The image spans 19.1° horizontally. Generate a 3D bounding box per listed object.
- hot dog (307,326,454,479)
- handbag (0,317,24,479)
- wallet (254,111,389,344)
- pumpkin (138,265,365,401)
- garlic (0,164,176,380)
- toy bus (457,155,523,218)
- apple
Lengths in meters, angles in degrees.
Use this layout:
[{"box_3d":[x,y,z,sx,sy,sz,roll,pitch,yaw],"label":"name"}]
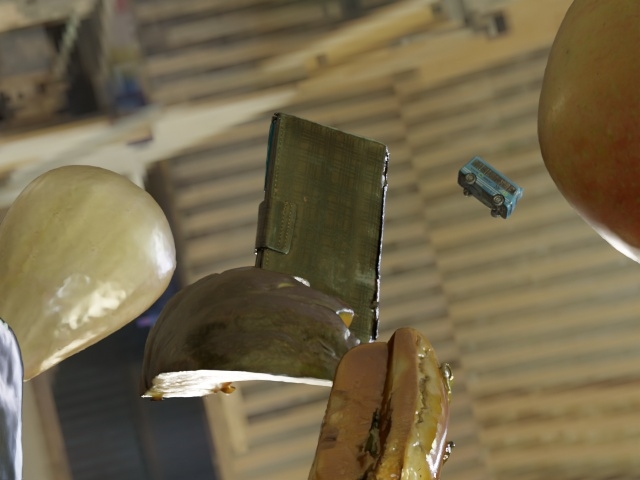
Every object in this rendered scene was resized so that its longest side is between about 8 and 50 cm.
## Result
[{"box_3d":[0.053,0.149,1.508,0.109,0.072,0.269,-20,-160,18],"label":"hot dog"},{"box_3d":[-0.319,0.169,1.381,0.181,0.254,0.181,-9,166,26],"label":"handbag"},{"box_3d":[0.000,0.000,2.366,0.169,0.317,0.044,14,153,-19],"label":"wallet"},{"box_3d":[-0.080,0.073,1.738,0.254,0.130,0.149,-1,164,26],"label":"pumpkin"},{"box_3d":[-0.215,0.031,1.608,0.164,0.145,0.245,-50,-177,41],"label":"garlic"},{"box_3d":[0.217,-0.068,2.436,0.046,0.083,0.038,-44,160,-21],"label":"toy bus"},{"box_3d":[0.357,-0.124,1.593,0.319,0.319,0.277,-13,164,-35],"label":"apple"}]
